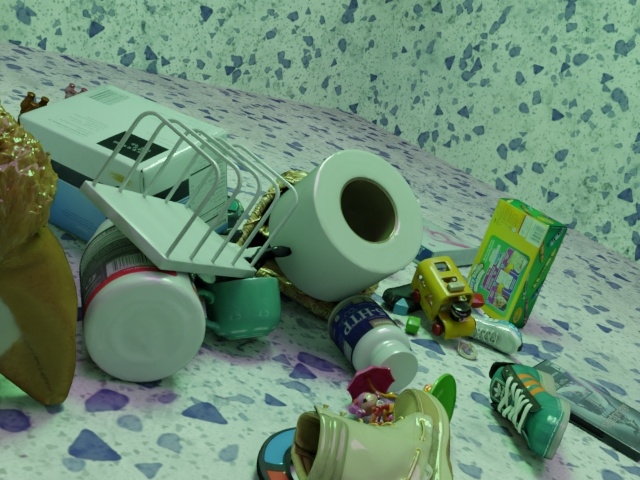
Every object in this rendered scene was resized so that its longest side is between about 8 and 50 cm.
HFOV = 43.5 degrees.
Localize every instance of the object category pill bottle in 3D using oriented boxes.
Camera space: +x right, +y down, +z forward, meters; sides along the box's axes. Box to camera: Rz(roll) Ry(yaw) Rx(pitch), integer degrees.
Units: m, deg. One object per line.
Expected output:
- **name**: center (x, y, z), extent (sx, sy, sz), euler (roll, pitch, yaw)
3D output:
- **pill bottle**: center (0.097, 0.188, 1.455), extent (0.111, 0.112, 0.187), euler (10, 20, -29)
- **pill bottle**: center (-0.293, 0.071, 1.283), extent (0.176, 0.176, 0.318), euler (12, 19, -22)

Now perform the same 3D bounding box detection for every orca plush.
- **orca plush**: center (-0.157, 0.057, 1.526), extent (0.287, 0.102, 0.151), euler (-15, 30, 39)

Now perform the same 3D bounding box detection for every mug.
- **mug**: center (-0.146, 0.123, 1.392), extent (0.157, 0.098, 0.129), euler (-7, -7, -6)

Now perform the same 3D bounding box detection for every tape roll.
- **tape roll**: center (0.046, -0.025, 1.502), extent (0.246, 0.169, 0.246), euler (16, 60, -29)

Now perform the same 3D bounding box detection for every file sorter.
- **file sorter**: center (-0.191, -0.071, 1.270), extent (0.193, 0.173, 0.277), euler (40, 11, 21)

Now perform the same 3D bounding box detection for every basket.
- **basket**: center (0.000, 0.000, 1.667), extent (0.299, 0.214, 0.223), euler (33, 18, -2)

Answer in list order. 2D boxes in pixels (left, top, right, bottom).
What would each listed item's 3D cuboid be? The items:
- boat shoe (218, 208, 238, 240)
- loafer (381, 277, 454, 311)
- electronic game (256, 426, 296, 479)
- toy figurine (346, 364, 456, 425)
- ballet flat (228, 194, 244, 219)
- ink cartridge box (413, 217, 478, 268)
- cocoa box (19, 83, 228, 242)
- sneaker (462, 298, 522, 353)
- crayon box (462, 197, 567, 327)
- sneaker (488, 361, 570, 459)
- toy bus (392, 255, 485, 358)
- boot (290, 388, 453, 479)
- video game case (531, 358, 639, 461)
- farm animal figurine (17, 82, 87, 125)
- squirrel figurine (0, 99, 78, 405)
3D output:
- **boat shoe**: center (-0.315, -0.075, 1.857), extent (0.254, 0.079, 0.095), euler (21, 18, 5)
- **loafer**: center (0.229, 0.119, 1.858), extent (0.223, 0.078, 0.076), euler (3, 24, -43)
- **electronic game**: center (0.024, 0.323, 1.078), extent (0.229, 0.048, 0.229), euler (18, 18, -6)
- **toy figurine**: center (0.110, 0.267, 1.291), extent (0.159, 0.130, 0.173), euler (14, 37, 31)
- **ballet flat**: center (-0.269, -0.099, 2.035), extent (0.188, 0.070, 0.070), euler (31, 21, 27)
- **ink cartridge box**: center (0.292, -0.022, 2.369), extent (0.324, 0.072, 0.330), euler (31, 22, 35)
- **cocoa box**: center (-0.380, -0.129, 1.577), extent (0.347, 0.228, 0.231), euler (24, 38, 29)
- **sneaker**: center (0.360, 0.203, 1.791), extent (0.082, 0.072, 0.190), euler (-16, 34, -42)
- **crayon box**: center (0.470, 0.055, 1.970), extent (0.081, 0.279, 0.165), euler (3, 24, -39)
- **sneaker**: center (0.361, 0.296, 1.439), extent (0.121, 0.108, 0.302), euler (20, 9, 3)
- **toy bus**: center (0.278, 0.126, 1.732), extent (0.202, 0.104, 0.191), euler (23, 43, 11)
- **boot**: center (0.066, 0.262, 1.072), extent (0.203, 0.095, 0.262), euler (23, 27, -9)
- **video game case**: center (0.544, 0.337, 1.631), extent (0.274, 0.026, 0.196), euler (29, 20, 30)
- **farm animal figurine**: center (-0.560, -0.219, 1.911), extent (0.326, 0.172, 0.330), euler (42, 25, 20)
- **squirrel figurine**: center (-0.457, -0.039, 1.076), extent (0.280, 0.397, 0.370), euler (7, 30, -22)
